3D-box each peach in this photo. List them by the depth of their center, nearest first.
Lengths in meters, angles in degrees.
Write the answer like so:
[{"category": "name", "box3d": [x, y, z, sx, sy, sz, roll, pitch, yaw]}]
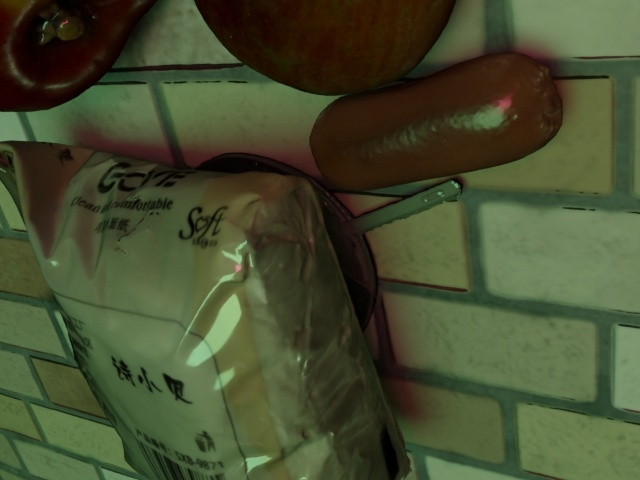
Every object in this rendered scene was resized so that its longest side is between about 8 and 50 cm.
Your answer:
[{"category": "peach", "box3d": [-0.306, -0.247, 0.580, 0.361, 0.201, 0.258, 40, 134, 4]}]

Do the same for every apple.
[{"category": "apple", "box3d": [-0.006, -0.185, 0.479, 0.195, 0.160, 0.173, 47, 155, 5]}]

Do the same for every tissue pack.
[{"category": "tissue pack", "box3d": [-0.126, 0.093, 0.695, 0.375, 0.195, 0.390, 10, 128, 37]}]

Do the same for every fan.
[{"category": "fan", "box3d": [-0.004, 0.026, 0.704, 0.294, 0.012, 0.223, 10, 125, 29]}]

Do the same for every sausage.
[{"category": "sausage", "box3d": [0.074, -0.080, 0.541, 0.194, 0.077, 0.077, -9, 115, 35]}]
